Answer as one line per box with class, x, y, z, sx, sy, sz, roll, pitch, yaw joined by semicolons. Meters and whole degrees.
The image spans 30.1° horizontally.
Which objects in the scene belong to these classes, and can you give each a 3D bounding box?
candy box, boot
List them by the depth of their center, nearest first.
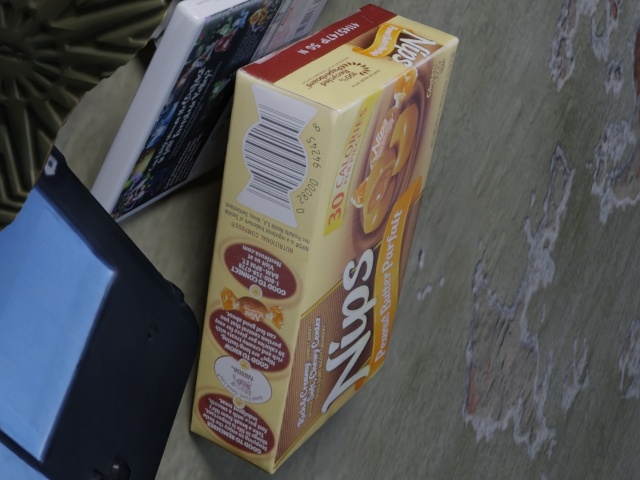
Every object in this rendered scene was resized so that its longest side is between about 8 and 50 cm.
boot;-0.114;-0.161;0.573;0.089;0.236;0.269;31;39;-18
candy box;0.000;0.000;0.905;0.183;0.088;0.316;-36;145;-50

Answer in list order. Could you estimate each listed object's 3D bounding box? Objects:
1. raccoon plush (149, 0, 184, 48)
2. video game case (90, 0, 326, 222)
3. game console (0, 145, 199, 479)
raccoon plush;-0.080;-0.385;0.754;0.446;0.216;0.299;111;-1;-45
video game case;-0.072;-0.103;0.804;0.173;0.022;0.190;-37;165;-50
game console;-0.202;0.082;0.600;0.386;0.060;0.342;57;44;-46
